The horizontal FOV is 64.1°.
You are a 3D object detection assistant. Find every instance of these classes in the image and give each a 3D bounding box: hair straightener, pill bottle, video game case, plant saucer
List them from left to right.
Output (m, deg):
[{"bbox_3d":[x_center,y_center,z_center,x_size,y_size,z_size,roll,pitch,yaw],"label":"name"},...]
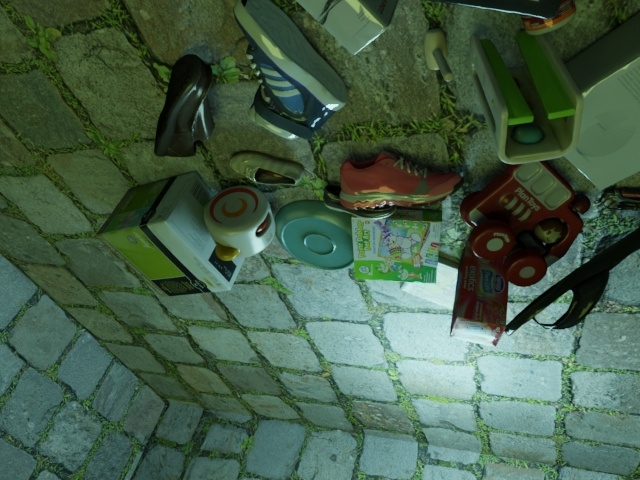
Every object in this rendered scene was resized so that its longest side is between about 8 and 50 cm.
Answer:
[{"bbox_3d":[0.000,0.000,1.594,0.317,0.044,0.318,11,142,9],"label":"plant saucer"},{"bbox_3d":[0.390,0.137,1.608,0.226,0.026,0.206,20,143,-2],"label":"video game case"},{"bbox_3d":[0.367,-0.434,0.856,0.086,0.086,0.152,-12,124,34],"label":"pill bottle"},{"bbox_3d":[0.753,-0.078,1.169,0.230,0.047,0.089,3,139,21],"label":"hair straightener"}]

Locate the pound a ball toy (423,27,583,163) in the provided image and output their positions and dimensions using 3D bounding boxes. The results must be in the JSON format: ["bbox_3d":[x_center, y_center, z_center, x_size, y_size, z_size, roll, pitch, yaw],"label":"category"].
[{"bbox_3d":[0.314,-0.273,0.934,0.208,0.319,0.136,-8,136,9],"label":"pound a ball toy"}]

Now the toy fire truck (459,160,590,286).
[{"bbox_3d":[0.504,-0.050,1.236,0.302,0.169,0.254,34,122,-20],"label":"toy fire truck"}]

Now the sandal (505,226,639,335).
[{"bbox_3d":[0.646,0.121,1.242,0.445,0.107,0.167,-42,159,22],"label":"sandal"}]

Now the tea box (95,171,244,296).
[{"bbox_3d":[-0.459,-0.006,1.637,0.323,0.220,0.329,-8,135,30],"label":"tea box"}]

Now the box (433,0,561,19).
[{"bbox_3d":[0.094,-0.560,0.541,0.479,0.298,0.472,12,144,9],"label":"box"}]

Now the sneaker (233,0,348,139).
[{"bbox_3d":[-0.119,-0.352,1.134,0.236,0.130,0.322,-26,130,38],"label":"sneaker"}]

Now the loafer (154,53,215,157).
[{"bbox_3d":[-0.325,-0.326,1.284,0.130,0.134,0.366,8,158,-25],"label":"loafer"}]

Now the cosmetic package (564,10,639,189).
[{"bbox_3d":[0.564,-0.252,0.960,0.224,0.138,0.224,35,141,-19],"label":"cosmetic package"}]

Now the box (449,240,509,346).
[{"bbox_3d":[0.440,0.142,1.402,0.128,0.257,0.123,12,145,11],"label":"box"}]

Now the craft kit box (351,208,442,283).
[{"bbox_3d":[0.217,0.017,1.471,0.246,0.061,0.250,5,133,13],"label":"craft kit box"}]

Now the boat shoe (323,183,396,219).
[{"bbox_3d":[0.103,-0.111,1.386,0.205,0.075,0.065,11,145,18],"label":"boat shoe"}]

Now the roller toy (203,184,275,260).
[{"bbox_3d":[-0.233,-0.050,1.503,0.191,0.209,0.146,-19,140,-5],"label":"roller toy"}]

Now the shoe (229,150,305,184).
[{"bbox_3d":[-0.154,-0.194,1.405,0.218,0.058,0.077,10,142,12],"label":"shoe"}]

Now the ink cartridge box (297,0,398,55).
[{"bbox_3d":[0.029,-0.465,0.908,0.219,0.160,0.092,38,140,-22],"label":"ink cartridge box"}]

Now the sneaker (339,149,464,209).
[{"bbox_3d":[0.191,-0.157,1.262,0.313,0.116,0.136,-4,112,15],"label":"sneaker"}]
